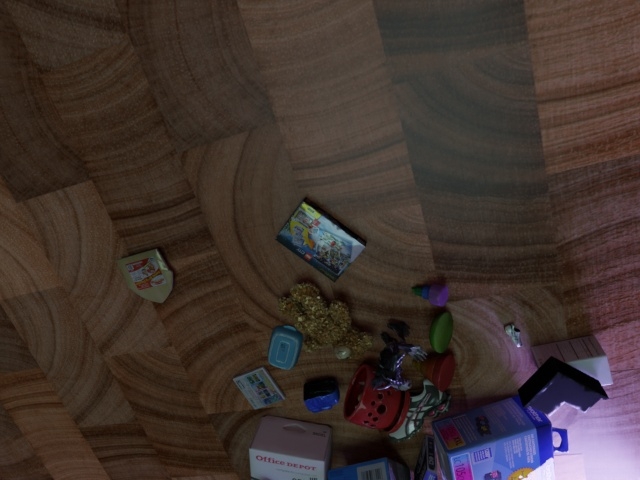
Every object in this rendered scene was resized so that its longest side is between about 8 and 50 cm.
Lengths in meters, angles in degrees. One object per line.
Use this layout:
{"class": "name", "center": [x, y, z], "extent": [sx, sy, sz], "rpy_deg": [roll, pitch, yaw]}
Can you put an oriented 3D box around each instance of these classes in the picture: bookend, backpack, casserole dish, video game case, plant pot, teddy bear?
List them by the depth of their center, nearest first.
{"class": "bookend", "center": [0.685, 0.436, 1.205], "extent": [0.157, 0.072, 0.156], "rpy_deg": [27, 116, 0]}
{"class": "teddy bear", "center": [0.009, 0.276, 1.373], "extent": [0.245, 0.113, 0.338], "rpy_deg": [-28, 104, 23]}
{"class": "plant pot", "center": [0.190, 0.531, 1.400], "extent": [0.174, 0.191, 0.191], "rpy_deg": [25, 115, -3]}
{"class": "casserole dish", "center": [-0.128, 0.383, 1.486], "extent": [0.114, 0.037, 0.188], "rpy_deg": [17, 114, 4]}
{"class": "backpack", "center": [0.009, 0.544, 1.496], "extent": [0.120, 0.098, 0.101], "rpy_deg": [-20, 117, 5]}
{"class": "video game case", "center": [-0.229, 0.554, 1.588], "extent": [0.143, 0.019, 0.157], "rpy_deg": [-26, 104, 20]}

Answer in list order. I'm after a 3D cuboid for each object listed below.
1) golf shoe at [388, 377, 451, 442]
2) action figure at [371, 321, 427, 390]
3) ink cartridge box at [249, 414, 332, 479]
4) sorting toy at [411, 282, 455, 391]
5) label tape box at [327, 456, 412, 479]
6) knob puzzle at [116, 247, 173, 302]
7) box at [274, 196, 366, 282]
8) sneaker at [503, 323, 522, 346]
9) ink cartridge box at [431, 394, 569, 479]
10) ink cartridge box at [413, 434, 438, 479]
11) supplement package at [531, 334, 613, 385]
{"class": "golf shoe", "center": [0.321, 0.583, 1.457], "extent": [0.120, 0.105, 0.273], "rpy_deg": [46, 108, 8]}
{"class": "action figure", "center": [0.236, 0.360, 1.269], "extent": [0.141, 0.275, 0.164], "rpy_deg": [27, 115, 0]}
{"class": "ink cartridge box", "center": [-0.109, 0.898, 1.627], "extent": [0.286, 0.166, 0.394], "rpy_deg": [4, 113, 10]}
{"class": "sorting toy", "center": [0.339, 0.298, 1.338], "extent": [0.126, 0.127, 0.365], "rpy_deg": [8, 114, 41]}
{"class": "label tape box", "center": [0.209, 0.916, 1.583], "extent": [0.241, 0.105, 0.333], "rpy_deg": [-23, 137, 19]}
{"class": "knob puzzle", "center": [-0.591, 0.129, 1.477], "extent": [0.213, 0.030, 0.213], "rpy_deg": [4, 113, 9]}
{"class": "box", "center": [0.000, 0.000, 1.293], "extent": [0.233, 0.044, 0.159], "rpy_deg": [37, 115, -5]}
{"class": "sneaker", "center": [0.602, 0.291, 1.300], "extent": [0.037, 0.032, 0.083], "rpy_deg": [-36, 102, 23]}
{"class": "ink cartridge box", "center": [0.585, 0.672, 1.364], "extent": [0.396, 0.151, 0.269], "rpy_deg": [-17, 110, -3]}
{"class": "ink cartridge box", "center": [0.366, 0.837, 1.481], "extent": [0.045, 0.208, 0.206], "rpy_deg": [11, 114, 7]}
{"class": "supplement package", "center": [0.746, 0.370, 1.263], "extent": [0.179, 0.105, 0.105], "rpy_deg": [-17, 107, 19]}
